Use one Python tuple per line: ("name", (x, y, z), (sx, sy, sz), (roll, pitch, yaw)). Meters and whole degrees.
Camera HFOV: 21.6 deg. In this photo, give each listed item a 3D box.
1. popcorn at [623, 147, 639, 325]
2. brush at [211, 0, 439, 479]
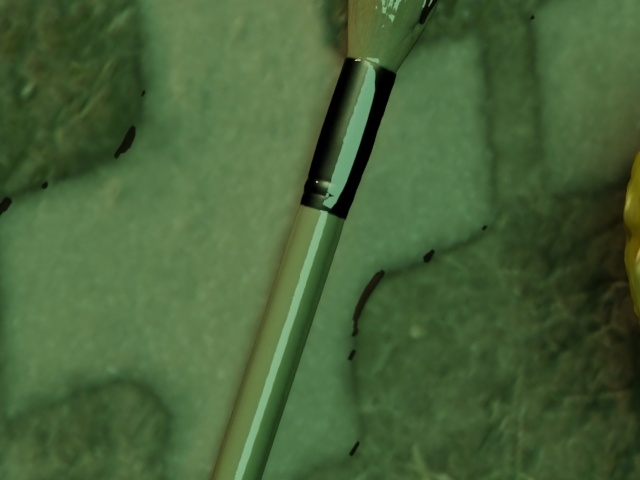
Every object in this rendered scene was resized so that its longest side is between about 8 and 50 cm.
("popcorn", (0.256, 0.013, 0.701), (0.282, 0.282, 0.247), (34, 88, -8))
("brush", (0.000, 0.000, 0.759), (0.042, 0.039, 0.299), (17, 87, -10))
